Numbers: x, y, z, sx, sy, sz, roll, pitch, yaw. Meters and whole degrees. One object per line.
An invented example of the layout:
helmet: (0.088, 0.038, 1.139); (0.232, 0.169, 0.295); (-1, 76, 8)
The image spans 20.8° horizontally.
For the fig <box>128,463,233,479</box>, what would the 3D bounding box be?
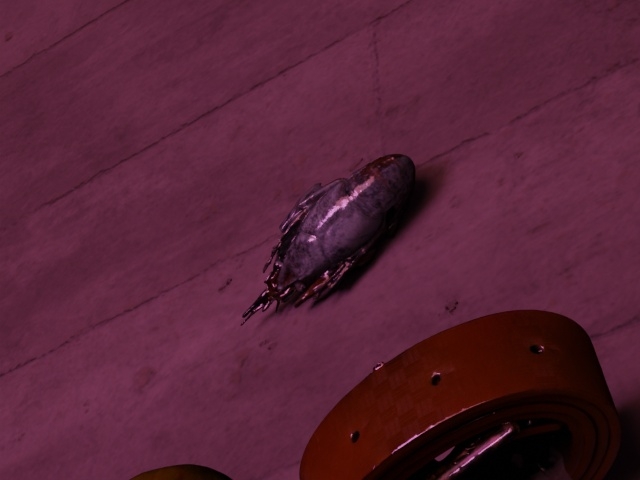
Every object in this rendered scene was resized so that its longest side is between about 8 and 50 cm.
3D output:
fig: (-0.116, 0.311, 1.455); (0.151, 0.151, 0.259); (-28, 48, 24)

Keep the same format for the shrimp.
shrimp: (0.000, 0.000, 1.649); (0.233, 0.079, 0.090); (-44, 77, 15)

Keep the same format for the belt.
belt: (0.107, 0.163, 1.332); (0.261, 0.184, 0.105); (-44, 38, 23)
